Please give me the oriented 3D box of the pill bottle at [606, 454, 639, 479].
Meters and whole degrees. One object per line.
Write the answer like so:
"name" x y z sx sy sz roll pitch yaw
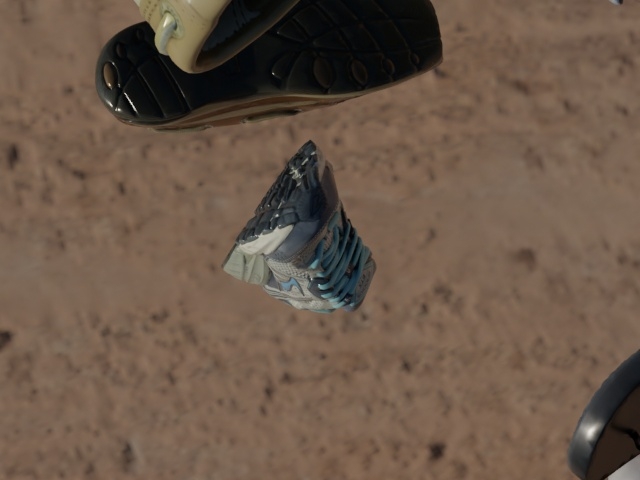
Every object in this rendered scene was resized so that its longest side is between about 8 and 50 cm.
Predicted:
"pill bottle" 0.280 0.255 1.515 0.153 0.153 0.265 27 111 22

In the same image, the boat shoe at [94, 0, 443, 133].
"boat shoe" -0.049 -0.171 1.814 0.324 0.120 0.123 -8 79 -3

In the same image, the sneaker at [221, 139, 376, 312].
"sneaker" 0.000 0.000 1.657 0.122 0.283 0.110 34 80 -1

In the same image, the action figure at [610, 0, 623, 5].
"action figure" 0.263 -0.324 1.274 0.248 0.370 0.276 -39 59 -13

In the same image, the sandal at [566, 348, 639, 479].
"sandal" 0.269 0.079 1.228 0.254 0.097 0.054 -32 56 -5

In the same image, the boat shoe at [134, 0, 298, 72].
"boat shoe" 0.041 -0.139 0.505 0.285 0.104 0.089 -27 85 44
